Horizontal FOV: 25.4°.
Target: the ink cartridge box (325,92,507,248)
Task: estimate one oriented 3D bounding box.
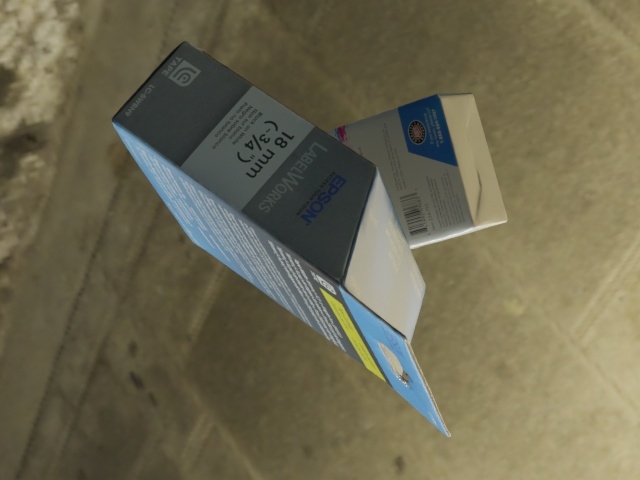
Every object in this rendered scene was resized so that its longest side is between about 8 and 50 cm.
[{"bbox_3d":[0.053,-0.050,1.404,0.231,0.078,0.134,-16,88,33],"label":"ink cartridge box"}]

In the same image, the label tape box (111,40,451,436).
[{"bbox_3d":[0.000,0.000,1.230,0.334,0.106,0.240,35,167,26],"label":"label tape box"}]
